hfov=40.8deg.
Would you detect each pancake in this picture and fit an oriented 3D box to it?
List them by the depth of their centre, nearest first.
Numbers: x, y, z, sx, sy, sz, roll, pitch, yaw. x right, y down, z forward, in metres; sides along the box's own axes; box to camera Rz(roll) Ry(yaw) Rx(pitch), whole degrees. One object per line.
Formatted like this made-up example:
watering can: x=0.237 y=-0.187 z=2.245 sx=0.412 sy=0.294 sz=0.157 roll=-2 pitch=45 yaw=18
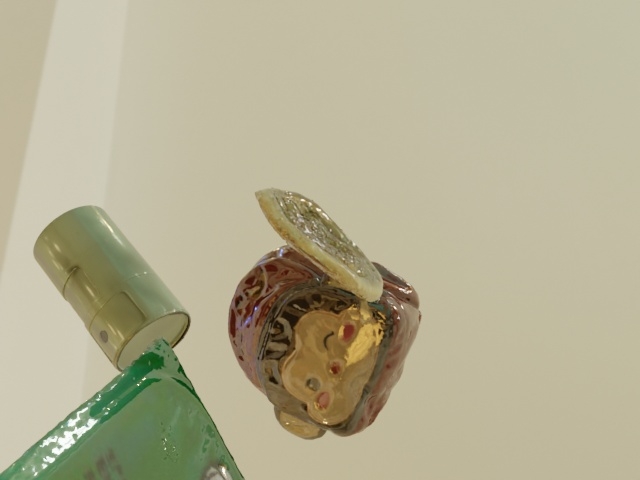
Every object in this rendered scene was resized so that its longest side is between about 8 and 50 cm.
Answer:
pancake: x=0.000 y=0.000 z=0.716 sx=0.022 sy=0.139 sz=0.139 roll=-46 pitch=-127 yaw=13

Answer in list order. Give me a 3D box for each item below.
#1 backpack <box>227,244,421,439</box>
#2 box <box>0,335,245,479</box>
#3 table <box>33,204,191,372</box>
backpack: x=-0.003 y=0.101 z=0.985 sx=0.229 sy=0.139 sz=0.229 roll=3 pitch=-83 yaw=24
box: x=-0.145 y=0.246 z=0.550 sx=0.106 sy=0.264 sz=0.337 roll=-24 pitch=-173 yaw=19
table: x=-0.298 y=0.067 z=1.230 sx=0.126 sy=0.126 sz=0.220 roll=-35 pitch=-112 yaw=-17
